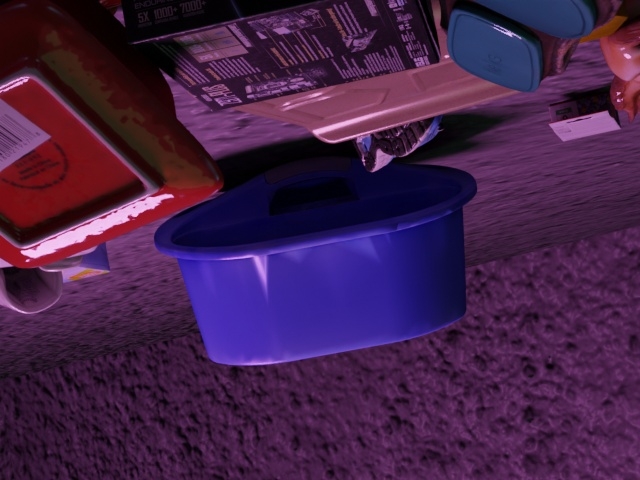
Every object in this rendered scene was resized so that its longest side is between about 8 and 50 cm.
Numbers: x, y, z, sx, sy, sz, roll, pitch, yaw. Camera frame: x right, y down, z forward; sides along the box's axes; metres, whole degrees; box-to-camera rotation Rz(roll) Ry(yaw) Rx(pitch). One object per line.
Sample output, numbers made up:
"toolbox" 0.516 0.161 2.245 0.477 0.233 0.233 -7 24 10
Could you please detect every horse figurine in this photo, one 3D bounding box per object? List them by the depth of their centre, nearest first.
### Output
"horse figurine" 0.281 -0.159 1.116 0.174 0.066 0.263 -20 172 23

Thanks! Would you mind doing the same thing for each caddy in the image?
"caddy" 0.000 0.000 1.523 0.341 0.179 0.241 -11 -165 -2

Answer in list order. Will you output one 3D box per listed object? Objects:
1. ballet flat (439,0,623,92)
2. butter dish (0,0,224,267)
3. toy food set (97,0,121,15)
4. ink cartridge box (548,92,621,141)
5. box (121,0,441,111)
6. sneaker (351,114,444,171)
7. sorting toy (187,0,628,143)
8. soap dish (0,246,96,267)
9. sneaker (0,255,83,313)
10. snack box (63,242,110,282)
"ballet flat" 0.108 -0.156 0.752 0.107 0.106 0.316 25 179 1
"butter dish" -0.150 -0.082 0.793 0.160 0.118 0.160 -21 133 28
"toy food set" -0.156 -0.137 0.857 0.122 0.019 0.078 -23 168 26
"ink cartridge box" 0.266 -0.127 1.469 0.063 0.029 0.115 -12 171 16
"box" -0.018 -0.138 0.795 0.147 0.077 0.180 -12 172 9
"sneaker" 0.077 -0.111 1.284 0.073 0.063 0.162 -27 -179 -15
"sorting toy" 0.080 -0.143 1.075 0.307 0.041 0.229 -14 167 24
"soap dish" -0.298 -0.035 0.936 0.229 0.118 0.291 -3 177 -43
"sneaker" -0.277 -0.007 1.155 0.114 0.152 0.305 -8 174 -35
"snack box" -0.358 0.019 1.559 0.207 0.070 0.174 -11 172 15
